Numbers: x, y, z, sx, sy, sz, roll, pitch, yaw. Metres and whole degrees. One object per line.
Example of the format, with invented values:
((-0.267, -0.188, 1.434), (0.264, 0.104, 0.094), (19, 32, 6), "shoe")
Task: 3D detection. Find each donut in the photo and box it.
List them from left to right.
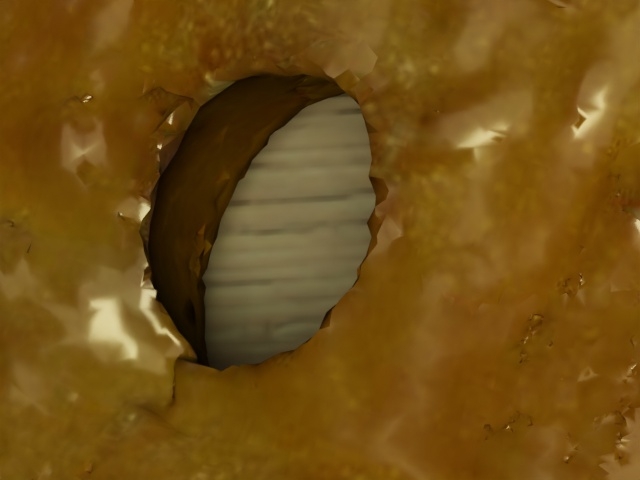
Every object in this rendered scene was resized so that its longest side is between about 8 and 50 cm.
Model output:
((-0.002, 0.002, 0.460), (0.277, 0.108, 0.278), (-5, 75, 20), "donut")
